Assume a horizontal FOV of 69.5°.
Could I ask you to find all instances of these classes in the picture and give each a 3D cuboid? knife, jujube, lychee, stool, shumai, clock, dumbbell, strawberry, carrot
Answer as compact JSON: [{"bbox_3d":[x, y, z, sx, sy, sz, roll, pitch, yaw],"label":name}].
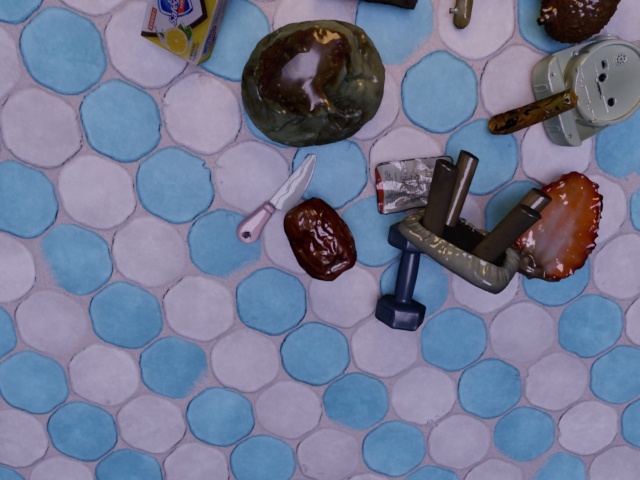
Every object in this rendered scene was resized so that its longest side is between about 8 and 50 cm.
[{"bbox_3d":[-0.117,-0.115,1.363,0.336,0.043,0.081,-45,107,6],"label":"knife"},{"bbox_3d":[0.000,0.000,1.335,0.183,0.183,0.243,-31,95,5],"label":"jujube"},{"bbox_3d":[0.669,-0.620,1.202,0.238,0.200,0.200,-27,104,-9],"label":"lychee"},{"bbox_3d":[0.406,-0.058,1.189,0.310,0.310,0.226,35,121,18],"label":"stool"},{"bbox_3d":[-0.017,-0.401,1.155,0.396,0.323,0.325,-13,102,1],"label":"shumai"},{"bbox_3d":[0.780,-0.436,1.292,0.323,0.109,0.265,-25,103,3],"label":"clock"},{"bbox_3d":[0.260,0.106,1.379,0.143,0.156,0.317,14,104,24],"label":"dumbbell"},{"bbox_3d":[0.678,-0.044,1.373,0.265,0.149,0.336,35,89,-3],"label":"strawberry"},{"bbox_3d":[0.579,-0.348,1.268,0.228,0.069,0.069,-15,108,42],"label":"carrot"}]

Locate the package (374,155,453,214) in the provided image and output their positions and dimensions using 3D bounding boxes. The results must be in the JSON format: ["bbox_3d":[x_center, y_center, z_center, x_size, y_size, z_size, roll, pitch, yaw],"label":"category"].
[{"bbox_3d":[0.279,-0.166,1.367,0.231,0.040,0.166,-8,114,3],"label":"package"}]

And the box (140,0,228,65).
[{"bbox_3d":[-0.328,-0.602,1.154,0.168,0.097,0.265,28,126,-9],"label":"box"}]

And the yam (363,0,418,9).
[{"bbox_3d":[0.129,-0.688,1.194,0.279,0.131,0.131,9,103,-5],"label":"yam"}]

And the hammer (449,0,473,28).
[{"bbox_3d":[0.387,-0.716,1.197,0.113,0.202,0.306,-15,127,-26],"label":"hammer"}]
